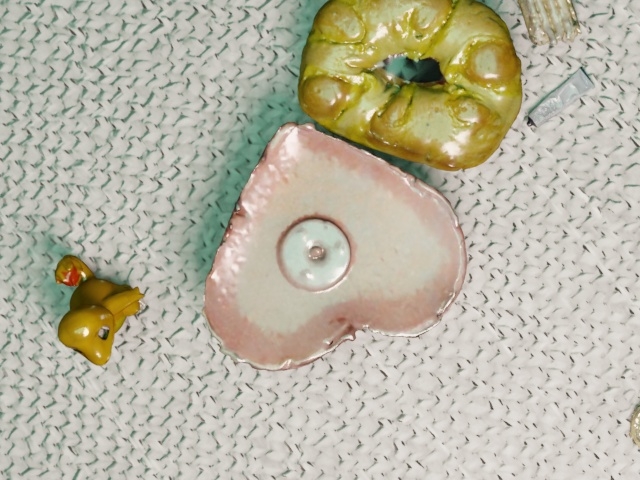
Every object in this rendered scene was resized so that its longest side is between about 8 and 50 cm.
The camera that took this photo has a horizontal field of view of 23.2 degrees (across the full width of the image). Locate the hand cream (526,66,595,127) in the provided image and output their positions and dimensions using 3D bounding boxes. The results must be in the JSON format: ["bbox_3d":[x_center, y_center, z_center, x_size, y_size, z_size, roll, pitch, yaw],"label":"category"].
[{"bbox_3d":[0.284,-0.167,1.862,0.093,0.019,0.030,-37,84,2],"label":"hand cream"}]

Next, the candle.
[{"bbox_3d":[0.000,0.000,1.856,0.317,0.131,0.287,-22,92,1],"label":"candle"}]

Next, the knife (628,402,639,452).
[{"bbox_3d":[0.448,0.087,1.829,0.089,0.043,0.365,16,94,7],"label":"knife"}]

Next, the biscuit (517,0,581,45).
[{"bbox_3d":[0.241,-0.338,1.813,0.062,0.108,0.238,-19,89,12],"label":"biscuit"}]

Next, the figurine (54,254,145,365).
[{"bbox_3d":[-0.283,0.077,1.879,0.121,0.176,0.122,-29,104,8],"label":"figurine"}]

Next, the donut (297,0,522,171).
[{"bbox_3d":[0.111,-0.197,1.830,0.261,0.128,0.208,24,95,8],"label":"donut"}]
